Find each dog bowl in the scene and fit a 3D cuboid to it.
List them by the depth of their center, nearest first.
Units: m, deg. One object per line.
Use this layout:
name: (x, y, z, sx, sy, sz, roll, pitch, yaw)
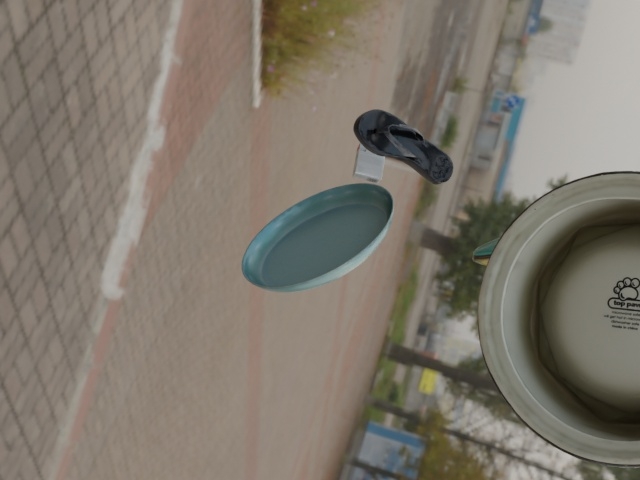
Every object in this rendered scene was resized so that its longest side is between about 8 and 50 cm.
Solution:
dog bowl: (0.443, 0.112, 1.372, 0.150, 0.408, 0.408, 11, 95, -59)

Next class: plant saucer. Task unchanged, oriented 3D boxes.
plant saucer: (0.000, 0.000, 1.810, 0.043, 0.318, 0.317, 62, 33, -28)

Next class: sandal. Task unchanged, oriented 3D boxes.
sandal: (0.187, -0.209, 2.045, 0.054, 0.254, 0.097, -20, -131, 61)

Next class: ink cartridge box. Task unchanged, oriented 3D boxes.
ink cartridge box: (0.112, -0.190, 2.142, 0.029, 0.063, 0.115, 124, -22, -67)

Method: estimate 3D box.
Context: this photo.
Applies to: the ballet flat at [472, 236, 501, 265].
ballet flat: (0.530, 0.017, 2.306, 0.348, 0.123, 0.123, -26, -155, 36)
